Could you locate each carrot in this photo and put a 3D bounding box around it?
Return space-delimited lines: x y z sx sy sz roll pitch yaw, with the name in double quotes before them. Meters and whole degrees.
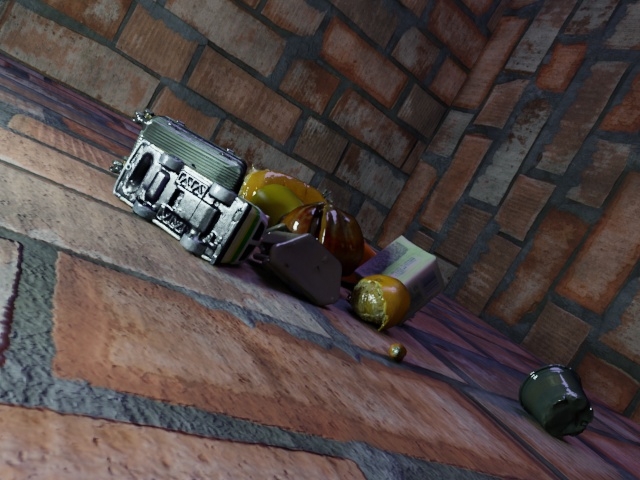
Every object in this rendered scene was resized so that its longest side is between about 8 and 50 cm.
"carrot" 0.168 0.237 1.064 0.035 0.035 0.142 31 -1 18

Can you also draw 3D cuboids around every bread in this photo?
"bread" -0.121 -0.118 1.863 0.388 0.236 0.183 18 -6 -25

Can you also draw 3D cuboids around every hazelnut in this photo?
"hazelnut" 0.000 0.000 1.366 0.251 0.217 0.217 15 9 -12

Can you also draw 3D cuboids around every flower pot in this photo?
"flower pot" 0.566 0.391 1.184 0.157 0.157 0.107 29 20 -11

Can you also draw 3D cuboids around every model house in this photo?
"model house" -0.063 0.048 1.161 0.229 0.122 0.188 43 -16 -35

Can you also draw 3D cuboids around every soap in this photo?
"soap" 0.232 0.115 1.473 0.182 0.199 0.138 39 -18 53

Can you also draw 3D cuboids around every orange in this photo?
"orange" 0.150 0.156 1.250 0.156 0.134 0.156 -12 10 2

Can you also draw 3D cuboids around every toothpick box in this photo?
"toothpick box" -0.119 -0.066 1.586 0.175 0.175 0.271 27 10 -28

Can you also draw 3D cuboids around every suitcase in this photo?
"suitcase" -0.357 -0.184 1.285 0.312 0.202 0.128 29 16 -10

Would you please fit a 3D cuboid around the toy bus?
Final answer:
"toy bus" -0.267 -0.076 1.064 0.305 0.143 0.179 31 3 20

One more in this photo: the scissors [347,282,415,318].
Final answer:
"scissors" 0.197 0.186 1.663 0.256 0.030 0.125 29 2 -3

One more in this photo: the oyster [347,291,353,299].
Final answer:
"oyster" 0.133 0.181 1.382 0.132 0.029 0.086 24 7 -31

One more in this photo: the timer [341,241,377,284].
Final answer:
"timer" 0.093 0.060 1.656 0.250 0.161 0.257 32 4 -23

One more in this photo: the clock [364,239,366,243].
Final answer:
"clock" 0.103 -0.006 2.192 0.227 0.142 0.241 26 -1 -30
